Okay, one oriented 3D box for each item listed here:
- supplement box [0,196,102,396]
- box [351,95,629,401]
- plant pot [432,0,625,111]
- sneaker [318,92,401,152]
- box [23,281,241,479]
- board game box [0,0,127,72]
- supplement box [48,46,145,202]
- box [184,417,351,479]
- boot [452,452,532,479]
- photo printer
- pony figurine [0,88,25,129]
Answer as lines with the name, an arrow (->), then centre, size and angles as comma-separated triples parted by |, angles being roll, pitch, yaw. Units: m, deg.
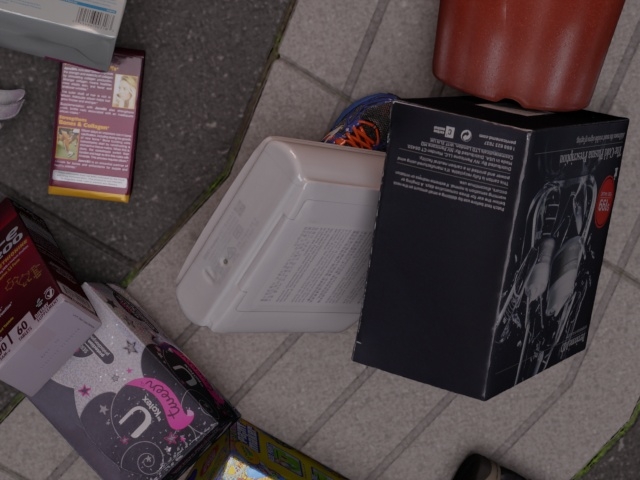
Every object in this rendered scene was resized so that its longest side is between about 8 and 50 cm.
supplement box -> -0.371, 0.065, 1.755 | 0.130, 0.239, 0.073 | -46, 133, 5
box -> 0.213, -0.006, 1.721 | 0.179, 0.343, 0.312 | 16, 104, 28
plant pot -> 0.258, -0.310, 1.730 | 0.272, 0.272, 0.265 | 9, 110, -7
sneaker -> 0.026, -0.104, 1.829 | 0.221, 0.087, 0.083 | -42, 103, 5
box -> -0.249, 0.190, 1.805 | 0.163, 0.142, 0.247 | -45, 83, 5
board game box -> -0.316, -0.370, 1.662 | 0.224, 0.097, 0.303 | 14, 68, -7
supplement box -> -0.280, -0.150, 1.795 | 0.104, 0.081, 0.188 | 6, 102, -6
box -> -0.079, 0.436, 1.892 | 0.279, 0.177, 0.290 | 32, 98, -10
boot -> 0.268, 0.505, 1.963 | 0.284, 0.138, 0.377 | 19, 95, -9
photo printer -> 0.000, 0.000, 1.758 | 0.307, 0.107, 0.256 | 3, 128, -48
pony figurine -> -0.573, -0.104, 1.709 | 0.351, 0.303, 0.363 | 20, 115, 0
